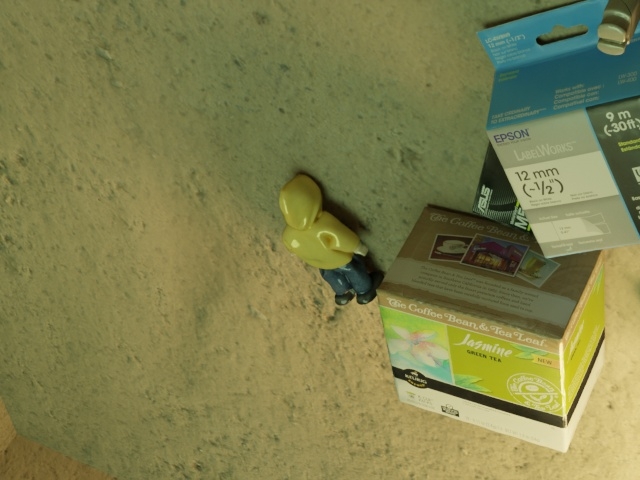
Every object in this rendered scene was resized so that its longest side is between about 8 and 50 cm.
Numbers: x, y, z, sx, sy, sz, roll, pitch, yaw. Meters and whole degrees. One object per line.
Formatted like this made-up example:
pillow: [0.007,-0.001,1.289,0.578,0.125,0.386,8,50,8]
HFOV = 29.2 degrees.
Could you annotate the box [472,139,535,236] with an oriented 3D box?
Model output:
box: [0.345,-0.084,1.962,0.184,0.045,0.191,22,143,11]

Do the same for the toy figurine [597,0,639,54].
toy figurine: [0.474,-0.279,1.543,0.213,0.148,0.209,40,148,-14]

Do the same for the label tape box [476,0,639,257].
label tape box: [0.378,-0.155,1.753,0.249,0.115,0.348,-10,121,38]

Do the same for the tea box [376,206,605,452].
tea box: [0.302,0.152,2.127,0.329,0.220,0.324,14,140,26]

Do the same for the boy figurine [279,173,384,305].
boy figurine: [0.000,0.000,2.295,0.177,0.092,0.285,-7,128,43]
